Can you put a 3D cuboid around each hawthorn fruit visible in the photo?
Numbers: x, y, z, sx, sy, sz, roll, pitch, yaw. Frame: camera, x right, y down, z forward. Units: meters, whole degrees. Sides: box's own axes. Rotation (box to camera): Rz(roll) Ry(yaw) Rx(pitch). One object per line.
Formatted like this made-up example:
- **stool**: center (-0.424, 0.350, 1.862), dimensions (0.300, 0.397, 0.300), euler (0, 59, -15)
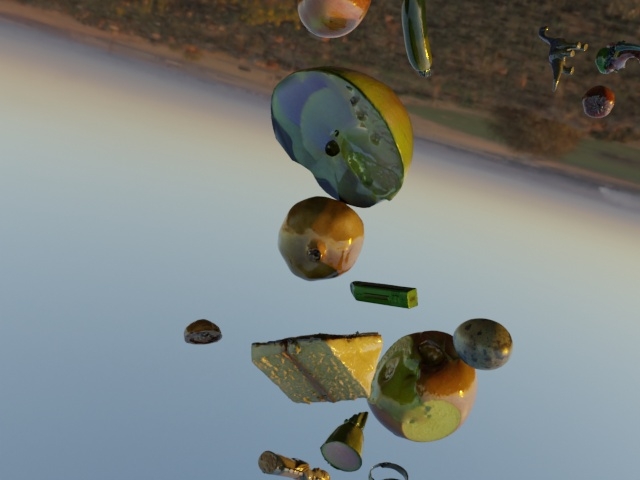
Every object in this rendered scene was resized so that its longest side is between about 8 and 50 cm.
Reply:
- **hawthorn fruit**: center (0.633, -0.317, 1.603), dimensions (0.077, 0.077, 0.077), euler (15, -172, -2)

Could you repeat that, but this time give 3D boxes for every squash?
- **squash**: center (0.254, -0.553, 1.869), dimensions (0.069, 0.258, 0.069), euler (-9, -151, 5)
- **squash**: center (0.067, 0.457, 1.656), dimensions (0.105, 0.105, 0.132), euler (17, -139, 11)

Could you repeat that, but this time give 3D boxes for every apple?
- **apple**: center (0.355, 0.492, 2.417), dimensions (0.383, 0.374, 0.374), euler (-16, -154, -34)
- **apple**: center (0.031, -0.609, 1.756), dimensions (0.164, 0.210, 0.209), euler (28, -179, -32)

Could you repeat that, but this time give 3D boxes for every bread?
- **bread**: center (-0.010, 0.267, 1.766), dimensions (0.263, 0.198, 0.236), euler (-14, 137, 36)

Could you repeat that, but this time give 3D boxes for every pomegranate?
- **pomegranate**: center (-0.001, -0.003, 1.805), dimensions (0.233, 0.233, 0.233), euler (15, -172, -2)

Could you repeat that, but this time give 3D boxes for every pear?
- **pear**: center (0.082, -0.287, 1.768), dimensions (0.398, 0.399, 0.165), euler (21, -129, 32)

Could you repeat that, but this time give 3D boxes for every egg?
- **egg**: center (0.440, 0.282, 1.932), dimensions (0.141, 0.141, 0.181), euler (10, -177, -37)

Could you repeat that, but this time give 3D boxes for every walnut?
- **walnut**: center (-0.309, 0.234, 1.843), dimensions (0.091, 0.052, 0.121), euler (-23, 153, 15)

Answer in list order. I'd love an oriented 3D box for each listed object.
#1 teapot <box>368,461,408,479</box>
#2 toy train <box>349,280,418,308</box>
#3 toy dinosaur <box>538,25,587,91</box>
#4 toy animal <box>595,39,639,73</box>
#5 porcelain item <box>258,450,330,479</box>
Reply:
- **teapot**: center (0.136, 0.619, 1.550), dimensions (0.129, 0.193, 0.294), euler (16, -138, 2)
- **toy train**: center (0.137, 0.129, 1.694), dimensions (0.209, 0.044, 0.042), euler (4, -167, 45)
- **toy dinosaur**: center (0.746, -0.597, 2.288), dimensions (0.188, 0.248, 0.075), euler (17, 165, 45)
- **toy animal**: center (0.758, -0.435, 1.679), dimensions (0.103, 0.100, 0.208), euler (24, -176, -43)
- **porcelain item**: center (-0.054, 0.574, 1.754), dimensions (0.213, 0.054, 0.084), euler (30, 168, -36)
